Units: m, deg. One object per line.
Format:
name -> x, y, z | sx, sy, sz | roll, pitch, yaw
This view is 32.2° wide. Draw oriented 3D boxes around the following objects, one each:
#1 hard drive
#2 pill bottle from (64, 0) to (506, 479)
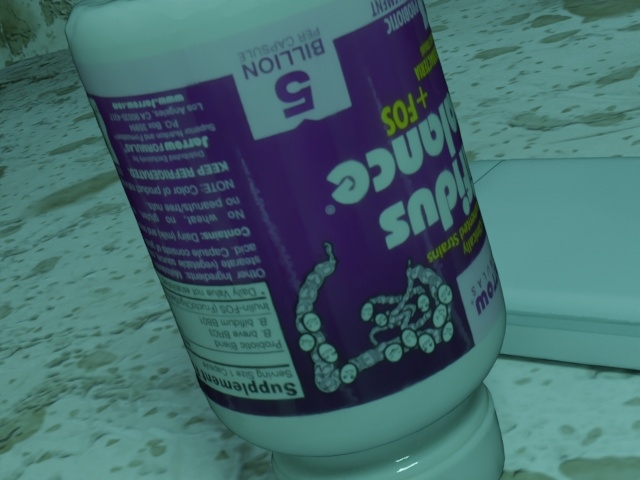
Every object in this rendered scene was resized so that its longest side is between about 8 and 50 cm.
hard drive -> 0.199, 0.005, 0.752 | 0.353, 0.047, 0.233 | 3, 29, 42
pill bottle -> 0.000, 0.000, 0.566 | 0.169, 0.301, 0.169 | -16, 21, 6
